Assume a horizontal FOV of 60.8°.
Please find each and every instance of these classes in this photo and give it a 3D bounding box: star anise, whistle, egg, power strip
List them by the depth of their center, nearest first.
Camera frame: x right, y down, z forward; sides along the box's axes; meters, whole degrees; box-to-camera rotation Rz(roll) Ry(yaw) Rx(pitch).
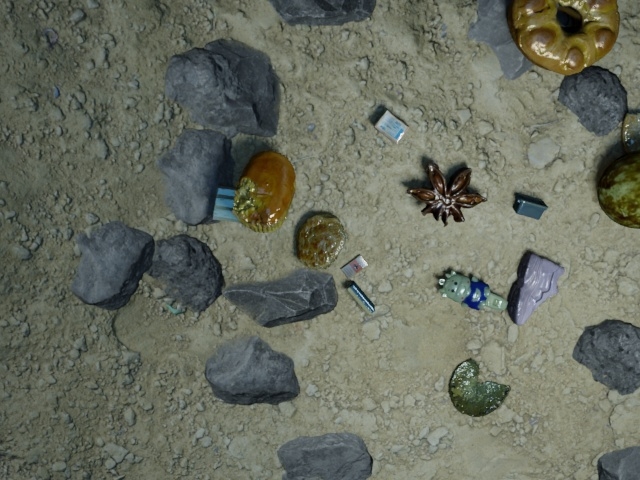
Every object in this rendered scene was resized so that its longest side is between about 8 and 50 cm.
[{"bbox_3d":[0.981,-0.162,1.635,0.239,0.289,0.238,7,64,-16],"label":"egg"},{"bbox_3d":[0.399,-0.156,1.750,0.214,0.099,0.220,-43,93,-4],"label":"star anise"},{"bbox_3d":[0.507,0.177,1.815,0.245,0.092,0.110,22,91,-2],"label":"whistle"},{"bbox_3d":[0.136,0.193,1.848,0.032,0.056,0.123,-38,98,10],"label":"power strip"}]

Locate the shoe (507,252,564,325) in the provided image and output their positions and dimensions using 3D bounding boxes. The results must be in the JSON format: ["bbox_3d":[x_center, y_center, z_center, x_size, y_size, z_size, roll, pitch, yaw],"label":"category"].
[{"bbox_3d":[0.714,0.171,1.808,0.138,0.095,0.244,15,96,1],"label":"shoe"}]

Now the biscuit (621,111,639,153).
[{"bbox_3d":[1.061,-0.316,1.721,0.188,0.040,0.265,-44,99,10],"label":"biscuit"}]

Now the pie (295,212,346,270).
[{"bbox_3d":[0.000,0.000,1.802,0.163,0.079,0.193,41,101,3],"label":"pie"}]

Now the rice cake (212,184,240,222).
[{"bbox_3d":[-0.235,-0.110,1.800,0.237,0.043,0.127,12,103,-3],"label":"rice cake"}]

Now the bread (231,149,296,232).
[{"bbox_3d":[-0.173,-0.153,1.709,0.179,0.133,0.249,20,79,-3],"label":"bread"}]

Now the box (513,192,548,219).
[{"bbox_3d":[0.674,-0.108,1.763,0.100,0.074,0.054,16,116,-2],"label":"box"}]

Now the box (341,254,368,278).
[{"bbox_3d":[0.116,0.089,1.849,0.083,0.012,0.046,-36,98,10],"label":"box"}]

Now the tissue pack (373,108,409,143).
[{"bbox_3d":[0.225,-0.359,1.725,0.094,0.058,0.074,37,103,-6],"label":"tissue pack"}]

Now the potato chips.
[{"bbox_3d":[0.550,0.524,1.922,0.202,0.029,0.219,-35,101,11],"label":"potato chips"}]

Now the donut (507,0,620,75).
[{"bbox_3d":[0.710,-0.647,1.603,0.300,0.150,0.316,-19,100,5],"label":"donut"}]
